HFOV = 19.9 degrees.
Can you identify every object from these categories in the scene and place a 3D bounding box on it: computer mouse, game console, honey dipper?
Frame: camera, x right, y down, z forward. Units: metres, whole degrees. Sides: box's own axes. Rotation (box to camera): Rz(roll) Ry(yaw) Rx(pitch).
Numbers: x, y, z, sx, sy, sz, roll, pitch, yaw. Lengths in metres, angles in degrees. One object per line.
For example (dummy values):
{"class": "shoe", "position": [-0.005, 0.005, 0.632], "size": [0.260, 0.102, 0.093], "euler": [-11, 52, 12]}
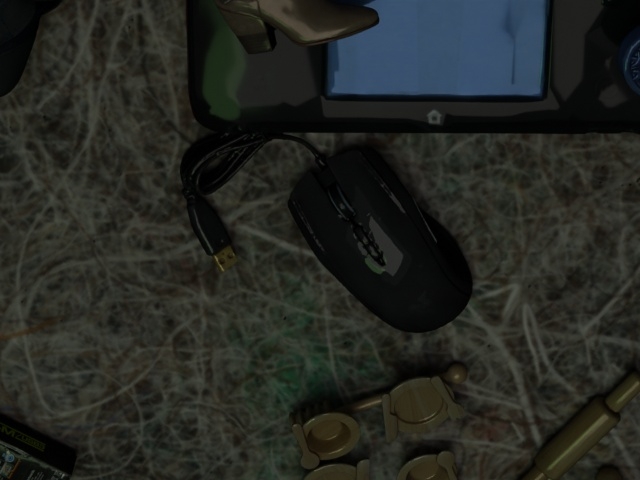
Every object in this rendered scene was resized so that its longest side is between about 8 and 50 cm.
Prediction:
{"class": "computer mouse", "position": [0.000, 0.000, 1.508], "size": [0.184, 0.060, 0.262], "euler": [-28, 111, 13]}
{"class": "game console", "position": [0.090, -0.242, 1.376], "size": [0.386, 0.060, 0.342], "euler": [1, 110, 1]}
{"class": "honey dipper", "position": [0.052, 0.138, 1.593], "size": [0.160, 0.030, 0.030], "euler": [-20, 114, 5]}

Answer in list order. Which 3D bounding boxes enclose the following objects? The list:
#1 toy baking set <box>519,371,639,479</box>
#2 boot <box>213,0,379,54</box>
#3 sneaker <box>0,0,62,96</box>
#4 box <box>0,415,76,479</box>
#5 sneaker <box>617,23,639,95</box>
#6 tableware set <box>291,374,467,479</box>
{"class": "toy baking set", "position": [0.275, 0.234, 1.630], "size": [0.197, 0.030, 0.256], "euler": [41, 109, -17]}
{"class": "boot", "position": [-0.023, -0.189, 1.356], "size": [0.118, 0.042, 0.087], "euler": [-13, 113, 6]}
{"class": "sneaker", "position": [-0.210, -0.249, 1.357], "size": [0.127, 0.126, 0.321], "euler": [9, 114, 3]}
{"class": "box", "position": [-0.342, 0.228, 1.632], "size": [0.184, 0.045, 0.191], "euler": [28, 114, -9]}
{"class": "sneaker", "position": [0.327, -0.158, 1.387], "size": [0.232, 0.090, 0.081], "euler": [-8, 118, -11]}
{"class": "tableware set", "position": [0.049, 0.185, 1.597], "size": [0.168, 0.020, 0.141], "euler": [-15, 129, -1]}
